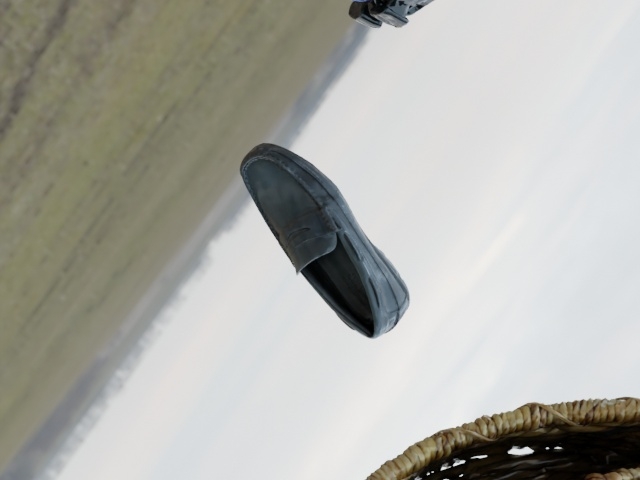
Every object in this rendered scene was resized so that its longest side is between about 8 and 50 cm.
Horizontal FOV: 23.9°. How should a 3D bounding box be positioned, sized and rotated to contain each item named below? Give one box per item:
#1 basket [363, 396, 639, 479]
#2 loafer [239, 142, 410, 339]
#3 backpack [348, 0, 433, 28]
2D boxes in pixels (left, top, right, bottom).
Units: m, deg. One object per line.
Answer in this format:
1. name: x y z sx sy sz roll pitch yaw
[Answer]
1. basket: 0.159 0.213 1.045 0.299 0.213 0.223 -13 162 -11
2. loafer: 0.000 0.000 1.473 0.076 0.223 0.078 -39 -177 33
3. backpack: 0.095 -0.322 1.055 0.263 0.213 0.276 -20 153 -3
